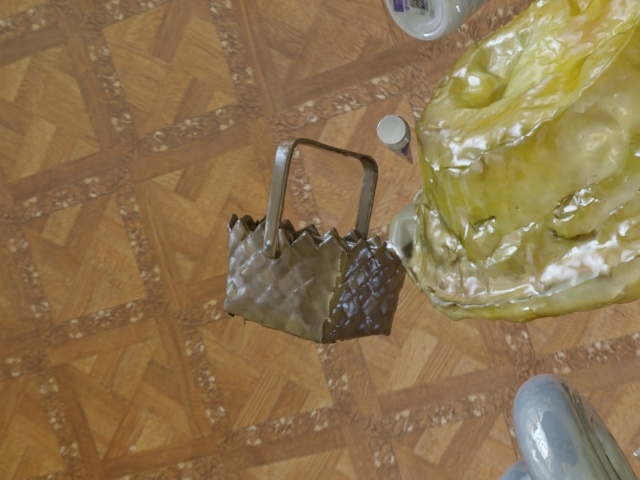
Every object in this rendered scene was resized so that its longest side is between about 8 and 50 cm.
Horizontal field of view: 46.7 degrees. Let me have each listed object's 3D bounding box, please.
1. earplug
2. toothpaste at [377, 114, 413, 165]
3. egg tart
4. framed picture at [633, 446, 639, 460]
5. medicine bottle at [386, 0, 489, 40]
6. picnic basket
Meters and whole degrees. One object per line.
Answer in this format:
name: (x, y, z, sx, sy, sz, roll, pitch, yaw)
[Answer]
earplug: (0.241, 0.278, 0.745, 0.175, 0.214, 0.326, -9, 133, -2)
toothpaste: (0.169, -0.216, 1.564, 0.061, 0.266, 0.096, -15, 87, 13)
egg tart: (0.176, -0.084, 0.532, 0.341, 0.341, 0.129, -38, 116, 14)
framed picture: (0.564, 0.317, 1.122, 0.136, 0.010, 0.201, -45, 125, 6)
medicine bottle: (0.210, -0.415, 1.145, 0.135, 0.135, 0.215, 45, 63, 3)
picnic basket: (0.000, 0.000, 1.255, 0.291, 0.254, 0.321, 11, 92, 40)
